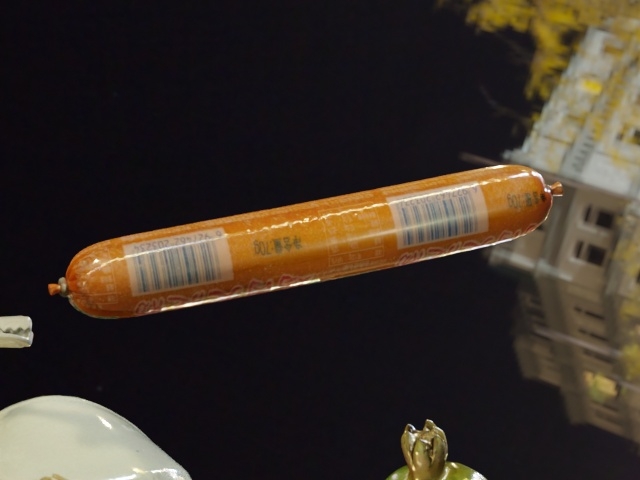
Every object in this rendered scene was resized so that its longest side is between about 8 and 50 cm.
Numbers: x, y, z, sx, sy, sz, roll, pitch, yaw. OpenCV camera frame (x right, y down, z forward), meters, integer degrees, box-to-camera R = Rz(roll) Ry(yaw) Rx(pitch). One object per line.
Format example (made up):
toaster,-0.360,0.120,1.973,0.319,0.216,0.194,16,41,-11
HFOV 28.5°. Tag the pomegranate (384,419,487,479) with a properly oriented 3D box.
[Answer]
pomegranate,0.097,0.227,1.107,0.114,0.115,0.142,-34,-61,-48

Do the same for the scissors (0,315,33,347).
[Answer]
scissors,-0.379,0.084,1.137,0.118,0.242,0.030,74,-163,-63

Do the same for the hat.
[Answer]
hat,-0.178,0.191,0.819,0.168,0.258,0.301,-38,-17,-2

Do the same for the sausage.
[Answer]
sausage,0.000,0.000,0.811,0.348,0.053,0.053,-11,-54,-14
